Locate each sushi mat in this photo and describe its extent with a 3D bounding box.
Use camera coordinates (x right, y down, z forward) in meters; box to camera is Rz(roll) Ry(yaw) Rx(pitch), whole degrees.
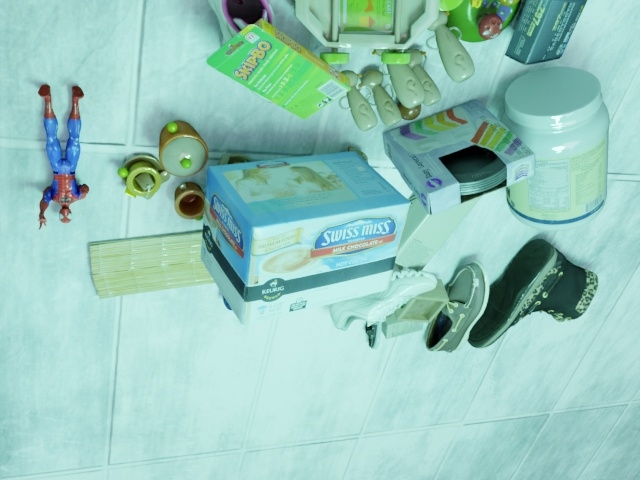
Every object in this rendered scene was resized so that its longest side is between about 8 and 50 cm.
[{"bbox_3d":[-0.355,0.052,1.479,0.316,0.019,0.152,-7,128,-17],"label":"sushi mat"}]

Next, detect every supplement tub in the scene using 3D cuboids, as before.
[{"bbox_3d":[0.543,-0.209,1.510,0.235,0.235,0.325,-24,130,-4],"label":"supplement tub"}]

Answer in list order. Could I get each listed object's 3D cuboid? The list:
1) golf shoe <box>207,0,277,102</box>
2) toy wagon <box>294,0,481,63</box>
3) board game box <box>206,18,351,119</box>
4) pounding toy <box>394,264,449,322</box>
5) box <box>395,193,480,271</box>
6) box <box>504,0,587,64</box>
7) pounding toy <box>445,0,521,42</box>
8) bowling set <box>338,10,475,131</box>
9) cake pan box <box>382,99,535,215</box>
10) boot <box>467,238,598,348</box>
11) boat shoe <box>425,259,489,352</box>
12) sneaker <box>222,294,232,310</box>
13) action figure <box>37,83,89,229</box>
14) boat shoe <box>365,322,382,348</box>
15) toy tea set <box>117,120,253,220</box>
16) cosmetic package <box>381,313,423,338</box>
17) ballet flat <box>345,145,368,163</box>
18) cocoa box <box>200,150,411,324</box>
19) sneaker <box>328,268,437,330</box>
[{"bbox_3d":[-0.125,-0.367,1.183,0.115,0.140,0.306,-28,132,-2],"label":"golf shoe"},{"bbox_3d":[0.125,-0.462,1.192,0.344,0.068,0.268,-1,110,-6],"label":"toy wagon"},{"bbox_3d":[-0.073,-0.306,1.176,0.124,0.039,0.259,-27,152,33],"label":"board game box"},{"bbox_3d":[0.255,0.143,1.762,0.141,0.100,0.130,7,136,-24],"label":"pounding toy"},{"bbox_3d":[0.272,-0.060,1.604,0.113,0.094,0.275,24,113,-34],"label":"box"},{"bbox_3d":[0.488,-0.488,1.343,0.183,0.059,0.233,-21,137,-44],"label":"box"},{"bbox_3d":[0.374,-0.482,1.319,0.236,0.110,0.183,-11,129,-14],"label":"pounding toy"},{"bbox_3d":[0.154,-0.330,1.349,0.286,0.200,0.154,-27,87,-6],"label":"bowling set"},{"bbox_3d":[0.295,-0.184,1.409,0.245,0.267,0.070,-21,133,-3],"label":"cake pan box"},{"bbox_3d":[0.628,0.190,1.918,0.284,0.138,0.378,20,110,-33],"label":"boot"},{"bbox_3d":[0.379,0.195,1.829,0.096,0.117,0.325,-6,133,-22],"label":"boat shoe"},{"bbox_3d":[-0.145,0.079,1.535,0.090,0.081,0.232,-10,150,-48],"label":"sneaker"},{"bbox_3d":[-0.483,-0.132,1.218,0.091,0.139,0.281,-2,128,-20],"label":"action figure"},{"bbox_3d":[0.145,0.243,1.814,0.040,0.049,0.142,-2,119,-14],"label":"boat shoe"},{"bbox_3d":[-0.235,-0.103,1.342,0.336,0.124,0.200,27,111,-35],"label":"toy tea set"},{"bbox_3d":[0.233,0.235,1.844,0.115,0.041,0.060,-10,129,-15],"label":"cosmetic package"},{"bbox_3d":[0.015,-0.137,1.472,0.206,0.073,0.067,-42,102,7],"label":"ballet flat"},{"bbox_3d":[-0.037,-0.020,1.304,0.346,0.231,0.228,-10,129,-28],"label":"cocoa box"},{"bbox_3d":[0.158,0.152,1.649,0.291,0.118,0.110,-16,153,15],"label":"sneaker"}]
